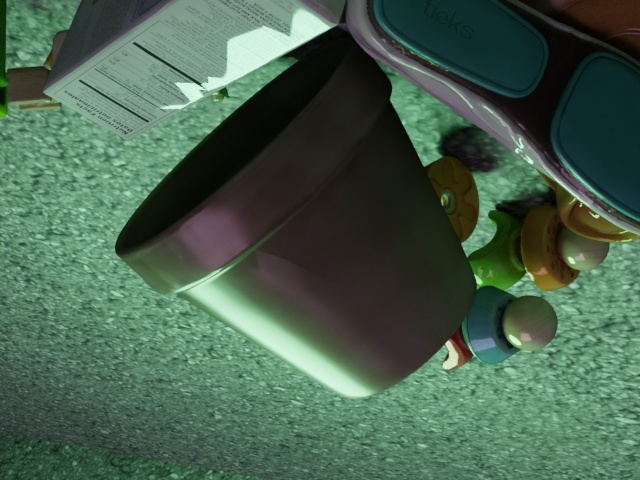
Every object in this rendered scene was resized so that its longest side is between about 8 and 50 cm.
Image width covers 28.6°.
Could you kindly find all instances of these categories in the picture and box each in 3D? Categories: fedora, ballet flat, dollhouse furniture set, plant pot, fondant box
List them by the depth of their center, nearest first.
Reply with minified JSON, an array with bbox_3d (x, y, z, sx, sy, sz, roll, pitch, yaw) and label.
[{"bbox_3d":[-0.082,-0.240,1.015,0.096,0.238,0.330,30,154,-28],"label":"fondant box"},{"bbox_3d":[0.191,-0.133,1.139,0.400,0.139,0.139,31,154,-16],"label":"ballet flat"},{"bbox_3d":[0.291,-0.176,1.139,0.236,0.032,0.236,15,156,7],"label":"plant pot"},{"bbox_3d":[0.000,0.000,1.281,0.280,0.323,0.323,48,147,-16],"label":"plant pot"},{"bbox_3d":[0.305,-0.052,1.335,0.194,0.079,0.194,15,155,7],"label":"fedora"},{"bbox_3d":[-0.266,-0.234,1.377,0.302,0.151,0.197,-3,174,7],"label":"dollhouse furniture set"}]

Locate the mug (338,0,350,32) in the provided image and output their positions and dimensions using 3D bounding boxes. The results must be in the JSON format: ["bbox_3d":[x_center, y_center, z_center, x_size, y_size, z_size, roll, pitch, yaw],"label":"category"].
[{"bbox_3d":[0.053,-0.217,1.191,0.078,0.062,0.064,7,162,40],"label":"mug"}]

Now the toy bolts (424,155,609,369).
[{"bbox_3d":[0.204,0.023,1.403,0.158,0.228,0.218,-6,138,44],"label":"toy bolts"}]
